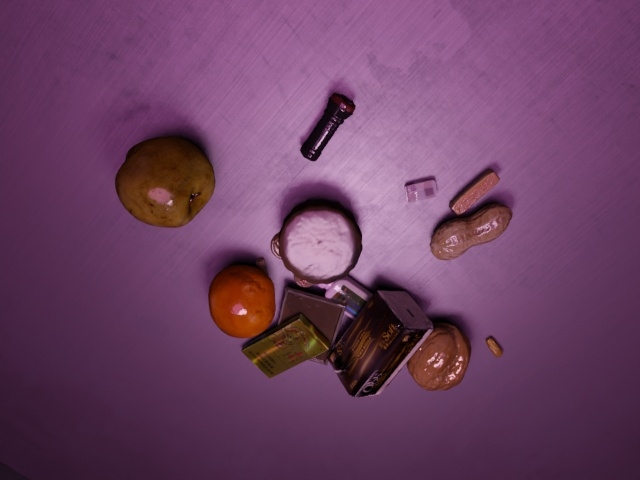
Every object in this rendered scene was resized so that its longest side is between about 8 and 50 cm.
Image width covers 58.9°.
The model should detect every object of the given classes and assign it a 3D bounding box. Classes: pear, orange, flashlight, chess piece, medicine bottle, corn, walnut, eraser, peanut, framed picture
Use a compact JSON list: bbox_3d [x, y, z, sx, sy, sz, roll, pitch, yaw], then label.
[{"bbox_3d":[-0.508,-0.189,1.834,0.304,0.304,0.303,1,113,2],"label":"pear"},{"bbox_3d":[-0.278,0.215,1.998,0.261,0.261,0.261,1,113,2],"label":"orange"},{"bbox_3d":[0.020,-0.362,1.840,0.093,0.093,0.232,31,116,-10],"label":"flashlight"},{"bbox_3d":[-0.056,0.130,2.070,0.084,0.038,0.083,1,111,3],"label":"chess piece"},{"bbox_3d":[0.086,0.193,2.067,0.219,0.078,0.115,36,113,-12],"label":"medicine bottle"},{"bbox_3d":[0.659,0.406,2.152,0.037,0.037,0.092,-34,104,15],"label":"corn"},{"bbox_3d":[0.436,0.421,2.077,0.225,0.257,0.257,10,118,-40],"label":"walnut"},{"bbox_3d":[-0.208,0.112,2.073,0.035,0.035,0.092,-13,115,8],"label":"chess piece"},{"bbox_3d":[0.341,-0.171,1.931,0.105,0.026,0.065,-11,115,7],"label":"eraser"},{"bbox_3d":[0.508,-0.034,1.927,0.299,0.120,0.136,-26,146,12],"label":"peanut"},{"bbox_3d":[-0.050,0.325,2.118,0.232,0.024,0.314,17,125,1],"label":"framed picture"}]

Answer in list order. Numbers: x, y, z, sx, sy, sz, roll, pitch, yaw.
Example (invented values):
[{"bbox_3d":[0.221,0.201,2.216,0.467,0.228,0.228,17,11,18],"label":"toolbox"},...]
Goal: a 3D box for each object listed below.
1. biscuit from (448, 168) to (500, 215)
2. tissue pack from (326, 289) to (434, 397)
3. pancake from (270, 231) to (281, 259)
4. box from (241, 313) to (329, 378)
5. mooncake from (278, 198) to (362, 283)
[{"bbox_3d":[0.516,-0.163,1.910,0.188,0.056,0.052,-42,103,19],"label":"biscuit"},{"bbox_3d":[0.219,0.368,2.034,0.198,0.210,0.370,11,122,-40],"label":"tissue pack"},{"bbox_3d":[-0.126,0.021,2.042,0.115,0.011,0.114,0,114,1],"label":"pancake"},{"bbox_3d":[-0.136,0.405,2.148,0.311,0.043,0.173,-32,111,28],"label":"box"},{"bbox_3d":[0.000,0.000,1.942,0.291,0.161,0.290,-1,109,-2],"label":"mooncake"}]
